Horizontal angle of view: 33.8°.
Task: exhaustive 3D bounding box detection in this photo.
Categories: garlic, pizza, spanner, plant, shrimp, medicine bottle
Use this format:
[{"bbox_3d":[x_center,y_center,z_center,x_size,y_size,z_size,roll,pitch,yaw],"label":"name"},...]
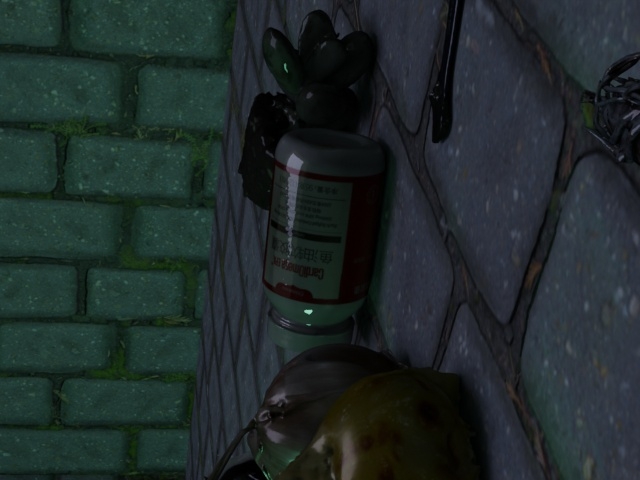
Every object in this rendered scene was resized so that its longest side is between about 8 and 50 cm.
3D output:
[{"bbox_3d":[0.009,0.201,1.020,0.207,0.256,0.207,6,101,35],"label":"garlic"},{"bbox_3d":[0.039,0.178,0.876,0.081,0.204,0.188,90,180,-48],"label":"pizza"},{"bbox_3d":[0.123,-0.193,0.989,0.046,0.012,0.209,-122,37,-69],"label":"spanner"},{"bbox_3d":[-0.018,-0.166,1.366,0.149,0.146,0.275,59,148,35],"label":"plant"},{"bbox_3d":[0.181,-0.071,0.573,0.165,0.056,0.065,-134,32,-61],"label":"shrimp"},{"bbox_3d":[0.000,0.000,1.245,0.131,0.131,0.250,-118,33,-68],"label":"medicine bottle"}]

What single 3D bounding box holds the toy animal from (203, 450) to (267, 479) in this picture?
[{"bbox_3d":[-0.055,0.386,1.360,0.208,0.155,0.204,42,132,53],"label":"toy animal"}]
